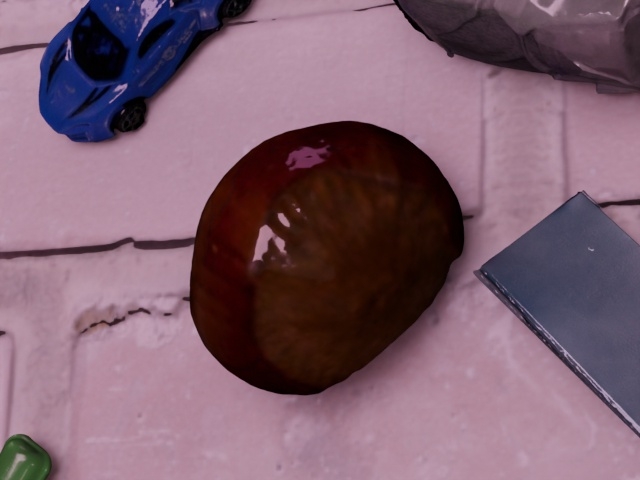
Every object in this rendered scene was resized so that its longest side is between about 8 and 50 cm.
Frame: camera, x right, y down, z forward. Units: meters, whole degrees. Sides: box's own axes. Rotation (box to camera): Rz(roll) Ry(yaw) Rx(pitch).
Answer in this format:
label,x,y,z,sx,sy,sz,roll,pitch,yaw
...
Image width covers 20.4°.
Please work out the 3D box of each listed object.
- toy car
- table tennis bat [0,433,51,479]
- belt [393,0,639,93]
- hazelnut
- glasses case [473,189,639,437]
label,x,y,z,sx,sy,sz,roll,pitch,yaw
toy car,-0.142,-0.170,1.388,0.216,0.063,0.103,-46,65,6
table tennis bat,-0.278,0.264,1.348,0.160,0.039,0.257,31,92,25
belt,0.156,-0.213,1.218,0.289,0.164,0.184,18,75,26
hazelnut,0.005,0.006,1.242,0.202,0.160,0.170,-27,76,-26
glasses case,0.227,0.090,1.176,0.105,0.056,0.266,-36,63,-16
